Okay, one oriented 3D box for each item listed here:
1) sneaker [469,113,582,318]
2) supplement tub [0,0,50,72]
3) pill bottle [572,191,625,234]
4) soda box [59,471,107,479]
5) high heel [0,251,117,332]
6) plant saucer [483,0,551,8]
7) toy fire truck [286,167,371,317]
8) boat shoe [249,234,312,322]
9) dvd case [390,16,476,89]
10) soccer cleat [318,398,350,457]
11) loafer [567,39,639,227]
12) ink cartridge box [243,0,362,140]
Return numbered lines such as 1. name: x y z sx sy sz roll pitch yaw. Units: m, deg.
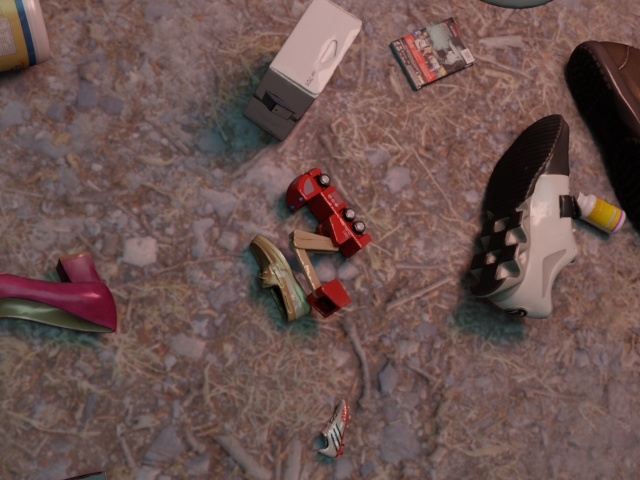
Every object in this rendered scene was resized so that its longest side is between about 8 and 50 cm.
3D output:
1. sneaker: 0.335 -0.032 1.492 0.146 0.122 0.331 30 69 -25
2. supplement tub: -0.483 -0.291 1.314 0.199 0.144 0.144 -17 82 -17
3. pill bottle: 0.440 -0.046 1.547 0.083 0.043 0.043 27 72 -7
4. soda box: -0.355 0.342 1.243 0.169 0.053 0.060 -10 80 -17
5. high heel: -0.395 0.101 1.278 0.244 0.082 0.117 -15 71 -30
6. plant saucer: 0.317 -0.547 1.637 0.317 0.044 0.318 4 75 -14
7. toy fire truck: 0.000 0.000 1.400 0.135 0.047 0.192 -35 88 -38
8. boat shoe: -0.065 0.055 1.389 0.045 0.050 0.135 -33 87 -25
9. dvd case: 0.182 -0.301 1.558 0.119 0.013 0.087 -27 85 -18
10. soccer cleat: 0.019 0.265 1.372 0.035 0.029 0.083 14 78 -15
11. loafer: 0.532 -0.168 1.552 0.130 0.134 0.366 -19 82 -18
12. ink cartridge box: -0.029 -0.244 1.395 0.082 0.190 0.140 32 71 -5
